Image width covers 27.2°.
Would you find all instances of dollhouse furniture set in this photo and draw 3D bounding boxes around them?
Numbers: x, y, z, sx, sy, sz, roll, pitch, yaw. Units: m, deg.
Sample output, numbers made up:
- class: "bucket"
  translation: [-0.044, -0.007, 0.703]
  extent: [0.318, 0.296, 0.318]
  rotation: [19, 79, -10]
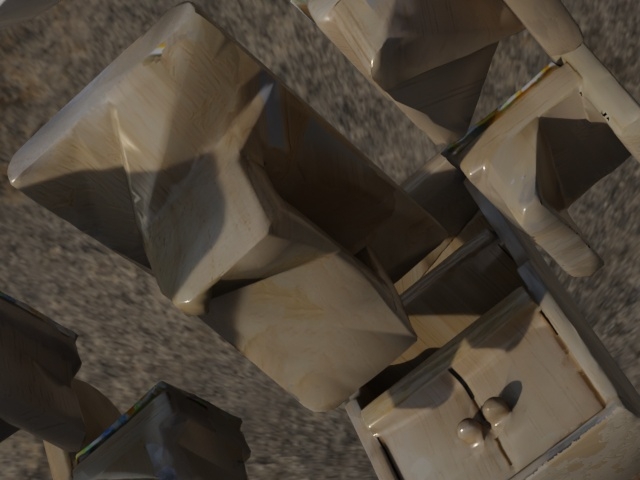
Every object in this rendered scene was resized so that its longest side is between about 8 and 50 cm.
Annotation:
- class: "dollhouse furniture set"
  translation: [0.000, 0.000, 0.751]
  extent: [0.362, 0.394, 0.256]
  rotation: [-40, 44, 12]

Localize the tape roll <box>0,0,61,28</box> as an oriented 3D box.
- class: "tape roll"
  translation: [-0.232, -0.243, 0.696]
  extent: [0.286, 0.100, 0.286]
  rotation: [5, 109, 17]
